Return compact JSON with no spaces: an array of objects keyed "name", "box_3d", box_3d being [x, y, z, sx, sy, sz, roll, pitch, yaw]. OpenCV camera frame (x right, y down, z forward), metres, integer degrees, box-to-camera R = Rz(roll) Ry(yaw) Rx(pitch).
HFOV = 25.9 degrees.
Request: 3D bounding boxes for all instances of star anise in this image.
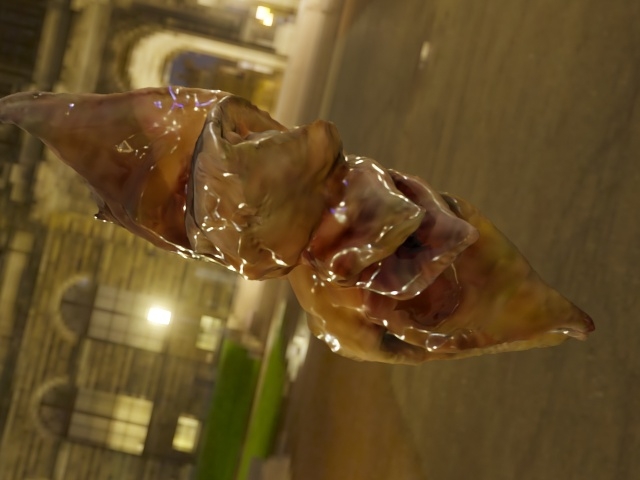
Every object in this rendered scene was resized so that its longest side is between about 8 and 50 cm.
[{"name":"star anise","box_3d":[-0.001,-0.002,0.766,0.109,0.292,0.349,-62,-25,1]}]
